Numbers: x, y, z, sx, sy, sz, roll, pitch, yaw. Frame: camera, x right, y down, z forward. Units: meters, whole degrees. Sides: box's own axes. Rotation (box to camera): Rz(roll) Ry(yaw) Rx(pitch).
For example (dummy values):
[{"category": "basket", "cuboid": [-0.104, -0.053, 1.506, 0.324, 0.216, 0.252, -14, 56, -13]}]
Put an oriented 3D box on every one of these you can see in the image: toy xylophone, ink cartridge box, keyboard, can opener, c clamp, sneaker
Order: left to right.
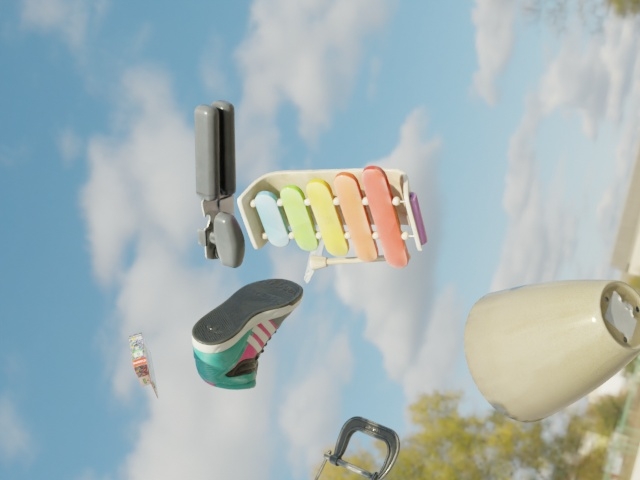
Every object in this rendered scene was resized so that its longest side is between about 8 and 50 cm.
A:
[{"category": "ink cartridge box", "cuboid": [-0.325, 0.232, 1.834, 0.062, 0.029, 0.115, 78, 174, -46]}, {"category": "can opener", "cuboid": [-0.160, -0.092, 1.704, 0.076, 0.095, 0.283, -24, -57, -46]}, {"category": "sneaker", "cuboid": [-0.145, 0.205, 2.016, 0.296, 0.124, 0.178, -30, -43, -44]}, {"category": "keyboard", "cuboid": [0.000, 0.000, 2.123, 0.072, 0.014, 0.256, -55, 11, 27]}, {"category": "toy xylophone", "cuboid": [0.034, -0.027, 1.671, 0.236, 0.323, 0.081, 63, -146, -33]}, {"category": "c clamp", "cuboid": [0.066, 0.369, 1.691, 0.022, 0.161, 0.137, 32, -109, -39]}]

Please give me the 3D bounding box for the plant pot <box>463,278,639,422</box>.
[{"category": "plant pot", "cuboid": [0.441, 0.173, 1.786, 0.274, 0.256, 0.256, -32, 24, 52]}]
